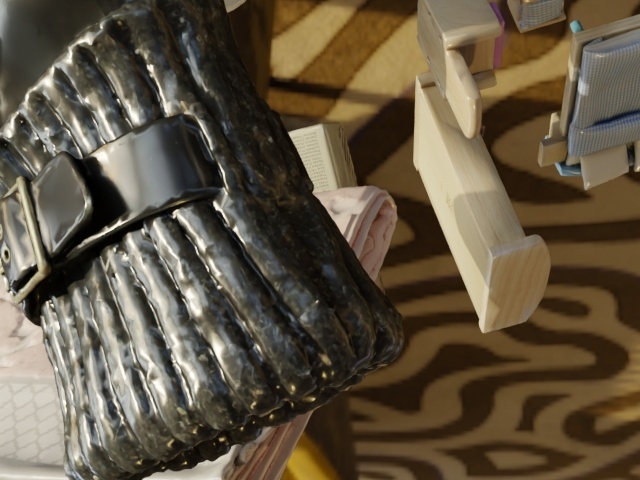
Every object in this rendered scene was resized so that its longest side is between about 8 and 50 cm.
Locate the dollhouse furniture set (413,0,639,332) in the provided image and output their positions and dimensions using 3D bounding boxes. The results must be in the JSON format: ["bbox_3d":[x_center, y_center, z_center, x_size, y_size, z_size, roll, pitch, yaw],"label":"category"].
[{"bbox_3d":[0.255,-0.096,1.119,0.303,0.198,0.286,-16,150,-6],"label":"dollhouse furniture set"}]

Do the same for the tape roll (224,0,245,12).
[{"bbox_3d":[-0.208,-0.422,1.436,0.072,0.392,0.392,-18,145,36],"label":"tape roll"}]

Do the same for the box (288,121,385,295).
[{"bbox_3d":[0.000,0.000,1.567,0.113,0.275,0.094,-12,-176,16],"label":"box"}]

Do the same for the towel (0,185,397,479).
[{"bbox_3d":[-0.142,0.070,0.863,0.332,0.317,0.053,-4,123,24],"label":"towel"}]

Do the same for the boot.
[{"bbox_3d":[-0.127,-0.004,0.623,0.131,0.260,0.348,-23,177,-36],"label":"boot"}]
